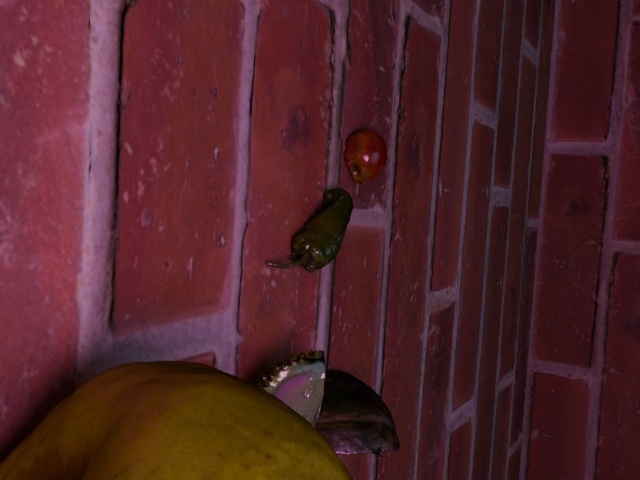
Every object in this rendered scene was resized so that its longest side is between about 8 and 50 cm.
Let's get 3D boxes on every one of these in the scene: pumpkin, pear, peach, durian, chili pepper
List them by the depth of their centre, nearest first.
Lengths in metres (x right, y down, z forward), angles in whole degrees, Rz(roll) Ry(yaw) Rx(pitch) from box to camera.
[{"bbox_3d":[-0.113,0.301,0.554,0.391,0.392,0.390,-15,108,-59],"label":"pear"},{"bbox_3d":[-0.060,0.256,0.934,0.137,0.095,0.220,-1,99,-25],"label":"durian"},{"bbox_3d":[-0.001,0.001,1.023,0.204,0.073,0.072,-56,153,-39],"label":"chili pepper"},{"bbox_3d":[0.071,0.284,1.095,0.279,0.163,0.111,20,78,-61],"label":"pumpkin"},{"bbox_3d":[0.088,-0.150,1.160,0.098,0.062,0.098,-7,99,-53],"label":"peach"}]
